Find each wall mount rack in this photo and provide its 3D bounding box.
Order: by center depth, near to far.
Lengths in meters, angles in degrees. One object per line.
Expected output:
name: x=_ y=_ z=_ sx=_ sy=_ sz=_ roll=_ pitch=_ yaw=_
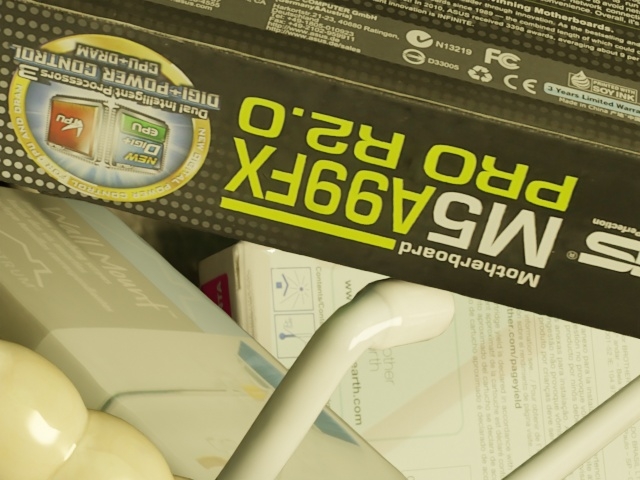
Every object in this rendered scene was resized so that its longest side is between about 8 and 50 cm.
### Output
wall mount rack: x=0.000 y=0.000 z=0.598 sx=0.350 sy=0.130 sz=0.304 roll=41 pitch=17 yaw=27

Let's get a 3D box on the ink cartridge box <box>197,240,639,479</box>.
ink cartridge box: x=0.106 y=0.091 z=0.745 sx=0.311 sy=0.065 sz=0.186 roll=-2 pitch=82 yaw=-22

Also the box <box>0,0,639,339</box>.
box: x=0.008 y=-0.087 z=0.485 sx=0.270 sy=0.060 sz=0.216 roll=14 pitch=42 yaw=-1

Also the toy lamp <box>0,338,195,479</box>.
toy lamp: x=-0.078 y=0.025 z=0.363 sx=0.274 sy=0.080 sz=0.080 roll=38 pitch=53 yaw=-21
